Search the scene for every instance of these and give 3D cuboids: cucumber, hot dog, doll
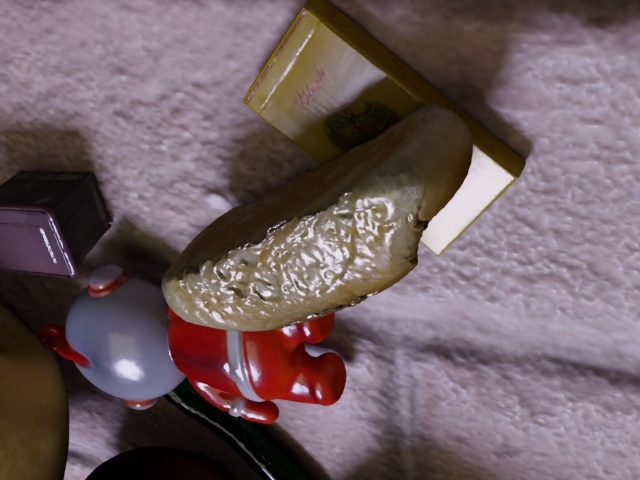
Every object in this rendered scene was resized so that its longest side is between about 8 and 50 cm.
[{"bbox_3d":[-0.063,0.157,0.847,0.184,0.033,0.036,40,112,-4],"label":"cucumber"},{"bbox_3d":[0.000,0.000,0.619,0.242,0.084,0.073,-25,115,44],"label":"hot dog"},{"bbox_3d":[-0.102,0.075,0.775,0.245,0.076,0.142,0,117,24],"label":"doll"}]

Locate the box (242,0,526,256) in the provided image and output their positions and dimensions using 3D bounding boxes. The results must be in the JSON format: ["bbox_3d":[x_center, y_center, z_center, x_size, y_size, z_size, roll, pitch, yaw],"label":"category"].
[{"bbox_3d":[0.035,-0.065,0.618,0.155,0.023,0.087,38,138,-3],"label":"box"}]

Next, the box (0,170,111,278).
[{"bbox_3d":[-0.203,-0.015,0.769,0.084,0.063,0.060,3,124,30],"label":"box"}]

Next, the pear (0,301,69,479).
[{"bbox_3d":[-0.345,0.165,0.842,0.309,0.309,0.309,16,132,19],"label":"pear"}]

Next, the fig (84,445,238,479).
[{"bbox_3d":[-0.140,0.286,0.860,0.214,0.235,0.235,37,137,19],"label":"fig"}]
